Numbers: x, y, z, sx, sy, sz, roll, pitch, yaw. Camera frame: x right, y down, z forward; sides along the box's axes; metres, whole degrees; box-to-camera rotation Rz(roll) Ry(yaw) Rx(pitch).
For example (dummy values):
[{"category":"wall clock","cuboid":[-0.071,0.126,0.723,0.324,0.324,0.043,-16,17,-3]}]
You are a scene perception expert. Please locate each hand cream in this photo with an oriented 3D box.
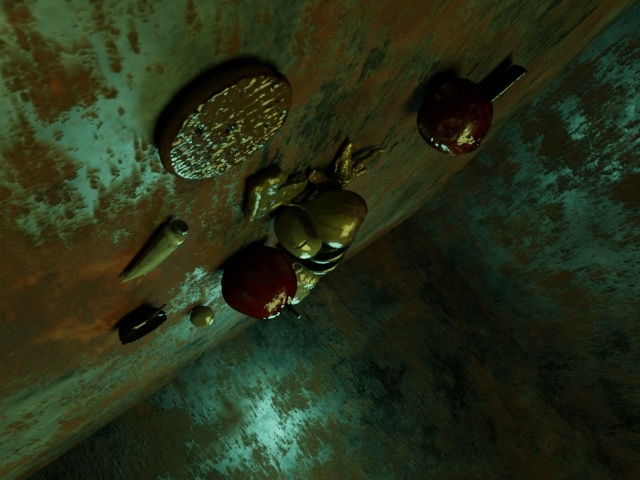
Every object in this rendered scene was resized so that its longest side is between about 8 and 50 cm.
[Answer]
[{"category":"hand cream","cuboid":[-0.317,0.024,0.795,0.195,0.042,0.067,-37,180,30]}]

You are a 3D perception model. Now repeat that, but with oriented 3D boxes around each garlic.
[{"category":"garlic","cuboid":[-0.127,0.166,1.806,0.245,0.160,0.244,-23,148,-16]}]

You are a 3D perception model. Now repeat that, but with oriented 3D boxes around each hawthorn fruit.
[{"category":"hawthorn fruit","cuboid":[-0.165,0.145,1.260,0.230,0.266,0.210,-34,152,-40]}]

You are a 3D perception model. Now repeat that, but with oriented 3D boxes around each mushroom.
[{"category":"mushroom","cuboid":[-0.420,0.263,1.466,0.085,0.085,0.079,-39,-155,10]}]

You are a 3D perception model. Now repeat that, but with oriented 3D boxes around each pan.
[{"category":"pan","cuboid":[-0.448,0.197,1.086,0.202,0.048,0.128,-38,172,15]}]

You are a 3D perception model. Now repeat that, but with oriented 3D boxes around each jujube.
[{"category":"jujube","cuboid":[0.366,-0.332,1.112,0.197,0.197,0.290,-44,-177,33]}]

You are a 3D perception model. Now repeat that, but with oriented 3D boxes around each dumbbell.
[{"category":"dumbbell","cuboid":[0.000,0.000,1.347,0.192,0.192,0.290,-35,170,-16]}]

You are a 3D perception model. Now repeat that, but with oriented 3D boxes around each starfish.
[{"category":"starfish","cuboid":[0.057,-0.177,1.122,0.299,0.060,0.302,-36,170,6]}]

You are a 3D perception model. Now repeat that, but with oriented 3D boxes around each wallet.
[{"category":"wallet","cuboid":[0.547,-0.478,1.427,0.321,0.044,0.170,-42,-171,25]}]

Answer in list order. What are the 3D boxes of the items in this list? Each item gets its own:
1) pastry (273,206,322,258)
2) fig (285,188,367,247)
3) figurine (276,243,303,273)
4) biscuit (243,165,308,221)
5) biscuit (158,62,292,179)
[{"category":"pastry","cuboid":[-0.064,-0.019,1.140,0.092,0.156,0.156,-39,170,16]},{"category":"fig","cuboid":[0.014,-0.063,1.055,0.231,0.143,0.160,4,129,-39]},{"category":"figurine","cuboid":[-0.102,0.056,1.444,0.072,0.129,0.054,-20,148,-48]},{"category":"biscuit","cuboid":[-0.094,-0.117,0.916,0.174,0.038,0.183,-33,170,-19]},{"category":"biscuit","cuboid":[-0.131,-0.162,0.584,0.212,0.036,0.212,-35,170,-7]}]
